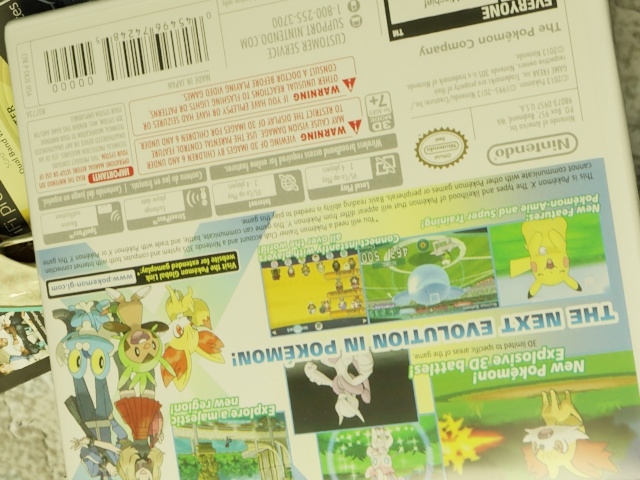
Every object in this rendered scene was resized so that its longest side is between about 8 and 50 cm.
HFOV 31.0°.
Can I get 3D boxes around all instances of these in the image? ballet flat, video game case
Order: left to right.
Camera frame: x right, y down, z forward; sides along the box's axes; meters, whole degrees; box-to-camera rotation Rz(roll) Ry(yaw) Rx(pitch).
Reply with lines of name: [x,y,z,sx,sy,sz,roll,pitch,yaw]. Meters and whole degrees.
ballet flat: [-0.132,0.018,0.693,0.168,0.057,0.052,1,101,4]
video game case: [0.000,0.000,0.609,0.329,0.036,0.300,-9,89,17]

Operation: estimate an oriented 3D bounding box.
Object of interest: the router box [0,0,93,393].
router box: [-0.190,-0.078,0.736,0.243,0.081,0.309,-24,106,13]
